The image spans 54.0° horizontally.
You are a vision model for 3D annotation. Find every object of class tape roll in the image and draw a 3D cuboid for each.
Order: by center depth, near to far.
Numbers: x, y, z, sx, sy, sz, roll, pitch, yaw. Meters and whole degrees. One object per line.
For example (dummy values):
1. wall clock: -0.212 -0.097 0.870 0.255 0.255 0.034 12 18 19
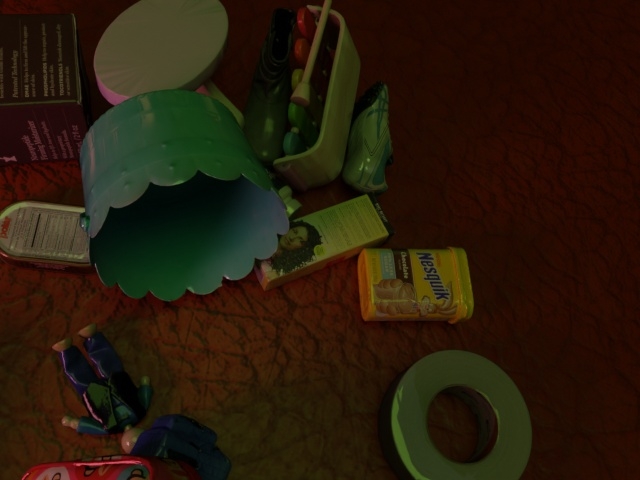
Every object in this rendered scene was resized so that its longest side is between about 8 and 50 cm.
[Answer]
1. tape roll: 0.200 0.279 0.943 0.219 0.072 0.219 4 67 -10

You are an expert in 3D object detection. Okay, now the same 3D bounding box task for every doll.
1. doll: -0.300 0.215 0.875 0.129 0.046 0.189 -31 83 -32

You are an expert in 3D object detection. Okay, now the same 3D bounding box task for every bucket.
1. bucket: -0.201 -0.061 0.888 0.281 0.281 0.183 -14 57 -17

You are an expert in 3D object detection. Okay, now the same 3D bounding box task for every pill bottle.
1. pill bottle: -0.090 -0.078 1.037 0.120 0.067 0.067 41 65 7

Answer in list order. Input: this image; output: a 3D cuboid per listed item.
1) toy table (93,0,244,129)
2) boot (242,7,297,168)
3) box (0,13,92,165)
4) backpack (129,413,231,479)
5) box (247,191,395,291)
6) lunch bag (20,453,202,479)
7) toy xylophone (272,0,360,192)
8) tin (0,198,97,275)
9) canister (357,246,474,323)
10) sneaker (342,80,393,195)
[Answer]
1. toy table: -0.246 -0.262 1.012 0.252 0.161 0.274 27 57 12
2. boot: -0.087 -0.261 1.064 0.084 0.161 0.246 7 66 -9
3. box: -0.464 -0.227 0.963 0.203 0.168 0.167 -7 69 -15
4. backpack: -0.177 0.293 0.830 0.120 0.098 0.101 38 62 -23
5. box: 0.000 0.000 1.028 0.232 0.058 0.087 -22 73 -21
6. lunch bag: -0.258 0.388 0.677 0.258 0.120 0.293 -12 64 24
7. toy xylophone: -0.006 -0.253 1.041 0.081 0.236 0.322 5 65 19
8. tin: -0.400 -0.007 0.957 0.190 0.040 0.106 6 62 -10
9. canister: 0.151 0.072 1.022 0.170 0.073 0.126 1 67 -10
10. sneaker: 0.093 -0.182 1.123 0.086 0.085 0.237 28 57 -29
